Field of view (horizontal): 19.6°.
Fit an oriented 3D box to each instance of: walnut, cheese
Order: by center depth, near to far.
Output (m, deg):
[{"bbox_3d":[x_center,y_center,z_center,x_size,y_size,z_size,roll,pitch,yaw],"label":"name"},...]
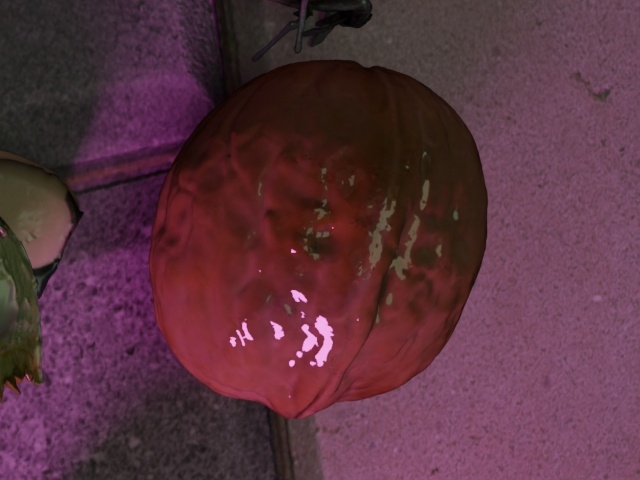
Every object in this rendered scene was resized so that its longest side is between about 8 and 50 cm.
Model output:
[{"bbox_3d":[-0.315,-0.040,1.486,0.251,0.054,0.127,31,78,-32],"label":"cheese"},{"bbox_3d":[-0.001,0.000,1.591,0.277,0.252,0.313,5,98,-47],"label":"walnut"}]

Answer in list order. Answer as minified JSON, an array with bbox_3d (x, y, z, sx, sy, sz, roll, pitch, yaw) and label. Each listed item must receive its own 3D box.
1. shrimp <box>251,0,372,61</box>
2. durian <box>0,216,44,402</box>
[{"bbox_3d":[-0.040,-0.262,1.588,0.410,0.166,0.221,16,61,-40],"label":"shrimp"},{"bbox_3d":[-0.350,-0.015,1.374,0.198,0.163,0.394,-29,109,-5],"label":"durian"}]
